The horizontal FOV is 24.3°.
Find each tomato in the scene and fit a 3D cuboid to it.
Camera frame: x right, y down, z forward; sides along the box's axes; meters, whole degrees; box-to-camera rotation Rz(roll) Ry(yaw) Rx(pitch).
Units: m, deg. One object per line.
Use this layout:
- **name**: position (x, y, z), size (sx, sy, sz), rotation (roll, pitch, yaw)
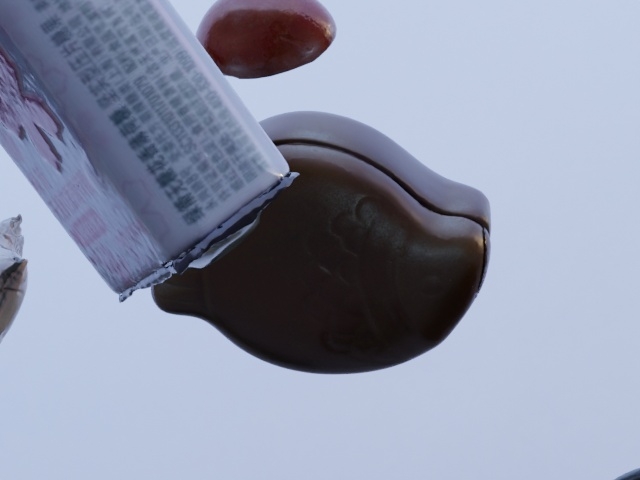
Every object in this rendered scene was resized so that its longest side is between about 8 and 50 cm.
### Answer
- **tomato**: position (-0.081, -0.284, 1.927), size (0.174, 0.166, 0.082), rotation (-31, -40, -11)

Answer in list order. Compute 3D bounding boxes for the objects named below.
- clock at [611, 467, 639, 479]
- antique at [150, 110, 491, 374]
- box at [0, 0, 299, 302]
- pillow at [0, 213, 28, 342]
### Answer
- **clock**: position (0.279, 0.328, 1.174), size (0.066, 0.319, 0.319), rotation (28, -47, -32)
- **antique**: position (0.000, 0.000, 1.215), size (0.278, 0.129, 0.223), rotation (0, -55, 7)
- **box**: position (-0.173, -0.137, 0.936), size (0.112, 0.369, 0.190), rotation (-39, 6, -21)
- **pillow**: position (-0.370, 0.063, 1.637), size (0.067, 0.270, 0.173), rotation (25, -83, -17)
